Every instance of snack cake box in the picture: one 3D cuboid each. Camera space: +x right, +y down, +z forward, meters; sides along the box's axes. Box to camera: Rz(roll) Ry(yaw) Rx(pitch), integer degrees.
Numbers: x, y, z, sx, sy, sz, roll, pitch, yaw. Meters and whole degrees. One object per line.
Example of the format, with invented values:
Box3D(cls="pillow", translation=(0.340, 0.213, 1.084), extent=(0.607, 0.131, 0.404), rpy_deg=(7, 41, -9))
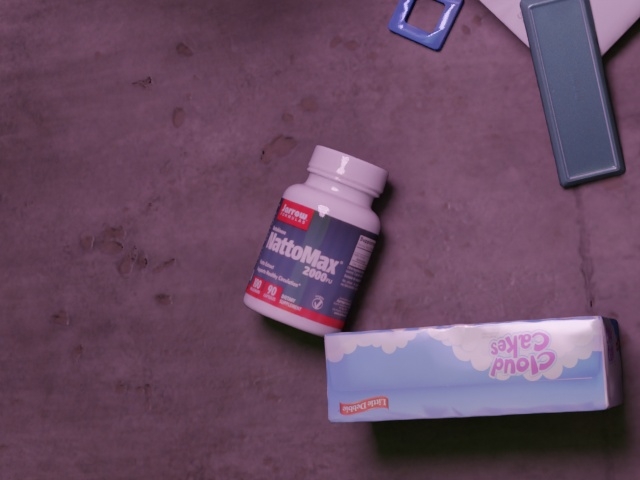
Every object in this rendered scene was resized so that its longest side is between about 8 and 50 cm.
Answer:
Box3D(cls="snack cake box", translation=(0.150, 0.125, 1.422), extent=(0.264, 0.152, 0.089), rpy_deg=(-5, 83, 16))

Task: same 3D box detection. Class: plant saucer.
Box3D(cls="plant saucer", translation=(0.249, -0.150, 1.456), extent=(0.067, 0.018, 0.192), rpy_deg=(-13, 101, 8))

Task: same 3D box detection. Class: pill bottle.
Box3D(cls="pill bottle", translation=(0.000, 0.000, 1.505), extent=(0.108, 0.108, 0.180), rpy_deg=(21, 90, 18))

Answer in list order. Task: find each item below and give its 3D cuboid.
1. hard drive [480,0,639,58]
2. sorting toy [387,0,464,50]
Box3D(cls="hard drive", translation=(0.282, -0.332, 1.450), extent=(0.203, 0.040, 0.307), rpy_deg=(43, 101, -1))
Box3D(cls="sorting toy", translation=(0.168, -0.365, 1.522), extent=(0.196, 0.047, 0.348), rpy_deg=(42, 97, 16))
